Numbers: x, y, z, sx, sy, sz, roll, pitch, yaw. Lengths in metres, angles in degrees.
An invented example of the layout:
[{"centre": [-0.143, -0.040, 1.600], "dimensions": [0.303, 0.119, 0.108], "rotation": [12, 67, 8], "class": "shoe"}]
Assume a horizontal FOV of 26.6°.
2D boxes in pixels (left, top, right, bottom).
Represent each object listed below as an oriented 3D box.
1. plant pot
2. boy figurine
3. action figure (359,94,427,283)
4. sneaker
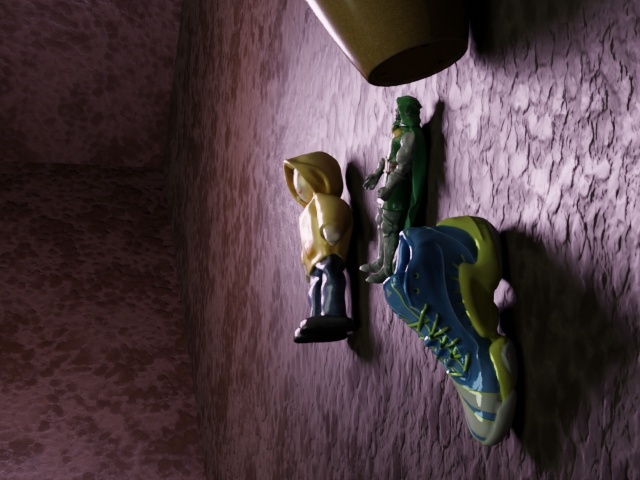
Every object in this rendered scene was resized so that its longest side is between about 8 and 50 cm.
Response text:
[{"centre": [0.071, -0.311, 1.502], "dimensions": [0.237, 0.237, 0.254], "rotation": [127, 127, -67], "class": "plant pot"}, {"centre": [0.000, 0.000, 1.963], "dimensions": [0.177, 0.092, 0.285], "rotation": [126, 140, -71], "class": "boy figurine"}, {"centre": [0.092, -0.064, 1.664], "dimensions": [0.137, 0.063, 0.232], "rotation": [-123, 41, -72], "class": "action figure"}, {"centre": [0.123, 0.089, 1.362], "dimensions": [0.091, 0.126, 0.240], "rotation": [119, 150, -62], "class": "sneaker"}]
